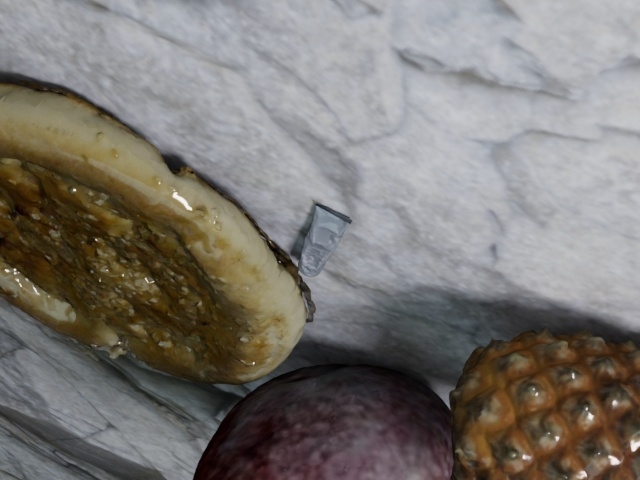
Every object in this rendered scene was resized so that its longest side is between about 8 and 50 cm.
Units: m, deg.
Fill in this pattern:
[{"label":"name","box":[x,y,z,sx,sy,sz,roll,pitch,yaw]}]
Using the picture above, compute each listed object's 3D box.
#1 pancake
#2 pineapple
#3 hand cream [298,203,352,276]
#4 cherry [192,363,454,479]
[{"label":"pancake","box":[-0.186,0.013,1.001,0.382,0.071,0.382,18,150,11]},{"label":"pineapple","box":[0.272,0.153,0.814,0.361,0.175,0.175,2,145,21]},{"label":"hand cream","box":[0.000,0.000,0.901,0.030,0.019,0.093,26,145,0]},{"label":"cherry","box":[0.002,0.217,1.025,0.230,0.300,0.203,12,114,36]}]
